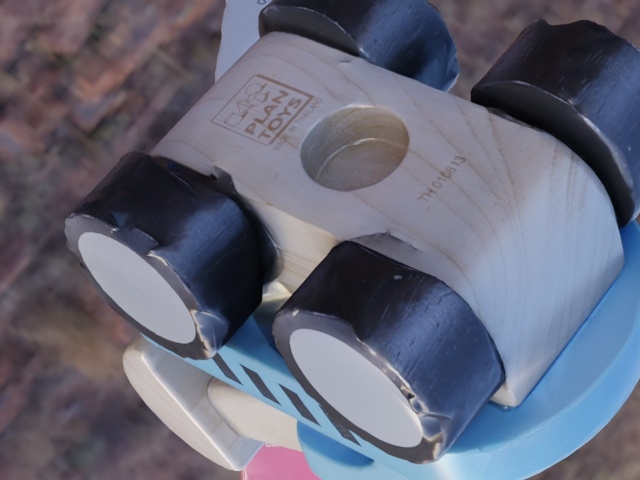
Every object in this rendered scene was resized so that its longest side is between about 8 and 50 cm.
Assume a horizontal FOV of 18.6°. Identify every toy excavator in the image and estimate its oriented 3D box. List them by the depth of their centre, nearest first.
[{"bbox_3d":[0.007,0.056,1.168,0.222,0.433,0.445,-49,144,-24],"label":"toy excavator"}]

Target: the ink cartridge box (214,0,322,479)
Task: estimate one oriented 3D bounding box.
[{"bbox_3d":[0.000,0.000,1.731,0.279,0.160,0.385,-88,176,-50],"label":"ink cartridge box"}]
